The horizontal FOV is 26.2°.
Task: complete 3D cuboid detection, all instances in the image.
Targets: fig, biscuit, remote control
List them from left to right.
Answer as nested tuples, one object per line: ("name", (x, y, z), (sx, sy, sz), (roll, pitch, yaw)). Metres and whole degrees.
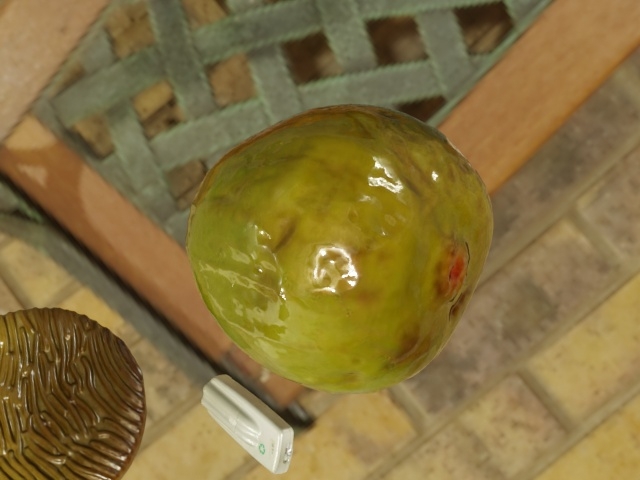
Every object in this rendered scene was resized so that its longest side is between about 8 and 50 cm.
("biscuit", (-0.394, 0.236, 1.881), (0.318, 0.318, 0.040), (-35, 159, -16))
("remote control", (-0.127, 0.311, 2.358), (0.049, 0.230, 0.090), (-5, 115, -37))
("fig", (0.009, 0.004, 1.545), (0.343, 0.343, 0.343), (-36, 165, -12))
